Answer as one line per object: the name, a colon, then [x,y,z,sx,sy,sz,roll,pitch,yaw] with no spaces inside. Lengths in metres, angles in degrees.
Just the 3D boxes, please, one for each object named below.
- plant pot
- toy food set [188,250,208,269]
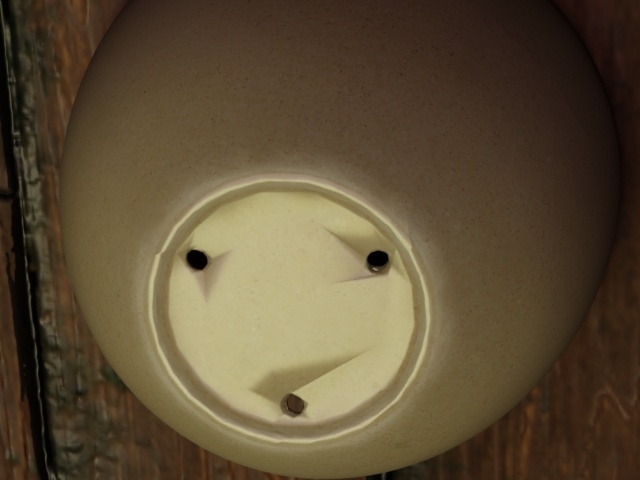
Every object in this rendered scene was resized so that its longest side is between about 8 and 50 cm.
plant pot: [0.000,0.000,0.930,0.284,0.191,0.284,2,110,7]
toy food set: [-0.078,-0.020,1.052,0.083,0.020,0.082,-7,110,17]
